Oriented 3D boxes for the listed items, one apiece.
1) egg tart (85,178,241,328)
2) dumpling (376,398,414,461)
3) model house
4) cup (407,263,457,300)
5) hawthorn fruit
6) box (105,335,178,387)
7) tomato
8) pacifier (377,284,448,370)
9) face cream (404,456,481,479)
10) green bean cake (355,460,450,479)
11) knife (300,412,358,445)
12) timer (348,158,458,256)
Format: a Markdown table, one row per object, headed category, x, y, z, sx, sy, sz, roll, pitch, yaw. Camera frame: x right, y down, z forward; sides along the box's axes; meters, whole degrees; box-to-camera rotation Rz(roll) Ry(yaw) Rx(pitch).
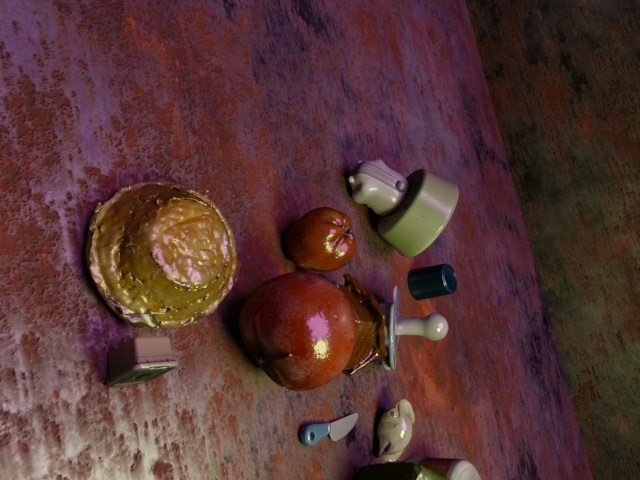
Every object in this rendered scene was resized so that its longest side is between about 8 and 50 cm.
| category | x | y | z | sx | sy | sz | roll | pitch | yaw |
| --- | --- | --- | --- | --- | --- | --- | --- | --- | --- |
| egg tart | -0.289 | 0.018 | 1.009 | 0.341 | 0.132 | 0.341 | 19 | 64 | -44 |
| dumpling | 0.230 | 0.553 | 1.461 | 0.134 | 0.099 | 0.169 | 34 | 53 | -42 |
| model house | 0.067 | 0.225 | 1.344 | 0.229 | 0.220 | 0.199 | 23 | 18 | -51 |
| cup | 0.400 | 0.131 | 1.784 | 0.113 | 0.138 | 0.150 | 43 | 48 | -33 |
| hawthorn fruit | 0.000 | 0.000 | 1.326 | 0.189 | 0.189 | 0.189 | 21 | 61 | -45 |
| box | -0.325 | 0.217 | 0.908 | 0.089 | 0.122 | 0.062 | 8 | 59 | -48 |
| tomato | -0.042 | 0.196 | 1.128 | 0.265 | 0.265 | 0.265 | 21 | 61 | -45 |
| pacifier | 0.263 | 0.266 | 1.490 | 0.287 | 0.225 | 0.238 | -52 | 137 | -67 |
| face cream | 0.350 | 0.741 | 1.465 | 0.201 | 0.187 | 0.201 | 21 | 62 | -45 |
| green bean cake | 0.187 | 0.684 | 1.230 | 0.156 | 0.250 | 0.247 | 38 | 49 | -20 |
| knife | 0.032 | 0.492 | 1.309 | 0.244 | 0.032 | 0.058 | 13 | 65 | -52 |
| timer | 0.232 | -0.143 | 1.630 | 0.315 | 0.291 | 0.291 | 32 | 50 | -10 |
